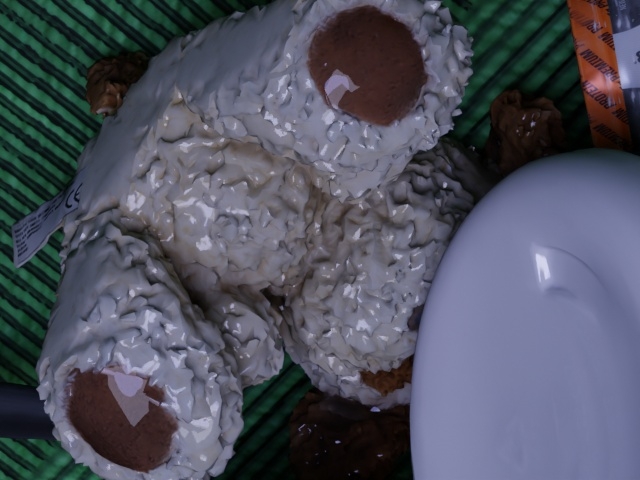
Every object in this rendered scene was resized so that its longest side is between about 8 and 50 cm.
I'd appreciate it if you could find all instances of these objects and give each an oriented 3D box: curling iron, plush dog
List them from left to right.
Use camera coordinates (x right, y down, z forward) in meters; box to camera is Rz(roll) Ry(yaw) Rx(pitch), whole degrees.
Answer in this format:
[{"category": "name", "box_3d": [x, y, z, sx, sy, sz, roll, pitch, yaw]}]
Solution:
[{"category": "curling iron", "box_3d": [-0.187, 0.098, 0.945, 0.274, 0.035, 0.068, -7, 111, 30]}, {"category": "plush dog", "box_3d": [0.000, 0.000, 0.868, 0.225, 0.210, 0.262, 30, 99, -28]}]

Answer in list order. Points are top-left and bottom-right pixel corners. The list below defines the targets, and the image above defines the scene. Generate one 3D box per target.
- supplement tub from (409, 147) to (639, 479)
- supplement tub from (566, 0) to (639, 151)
[{"category": "supplement tub", "box_3d": [0.229, 0.079, 0.787, 0.325, 0.235, 0.235, 0, 118, -26]}, {"category": "supplement tub", "box_3d": [0.213, -0.093, 0.824, 0.190, 0.117, 0.117, -11, 113, 9]}]
